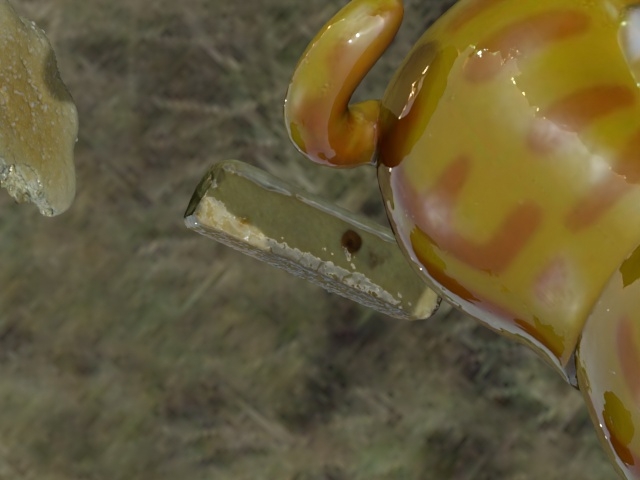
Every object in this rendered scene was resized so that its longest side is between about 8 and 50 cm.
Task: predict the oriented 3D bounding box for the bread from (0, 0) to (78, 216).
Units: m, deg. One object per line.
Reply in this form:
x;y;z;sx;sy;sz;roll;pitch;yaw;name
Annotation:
-0.281;-0.134;1.656;0.039;0.182;0.251;-7;157;20;bread

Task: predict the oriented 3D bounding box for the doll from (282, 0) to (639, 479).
0.133;0.001;0.738;0.269;0.162;0.166;40;157;30;doll

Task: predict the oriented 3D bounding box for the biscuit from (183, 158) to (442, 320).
0.000;0.000;1.282;0.188;0.056;0.052;23;170;-17;biscuit
